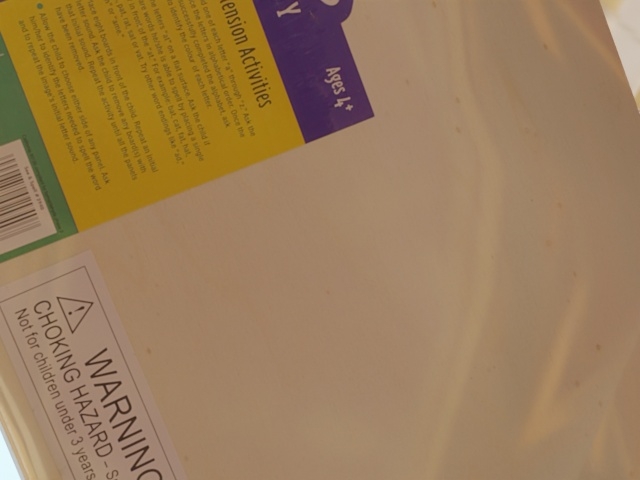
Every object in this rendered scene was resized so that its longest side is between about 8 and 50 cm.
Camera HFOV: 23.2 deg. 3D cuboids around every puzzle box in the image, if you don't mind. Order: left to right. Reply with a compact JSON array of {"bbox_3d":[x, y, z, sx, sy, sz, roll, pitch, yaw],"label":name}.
[{"bbox_3d":[0.000,0.000,0.588,0.272,0.409,0.052,-22,-174,-17],"label":"puzzle box"}]
